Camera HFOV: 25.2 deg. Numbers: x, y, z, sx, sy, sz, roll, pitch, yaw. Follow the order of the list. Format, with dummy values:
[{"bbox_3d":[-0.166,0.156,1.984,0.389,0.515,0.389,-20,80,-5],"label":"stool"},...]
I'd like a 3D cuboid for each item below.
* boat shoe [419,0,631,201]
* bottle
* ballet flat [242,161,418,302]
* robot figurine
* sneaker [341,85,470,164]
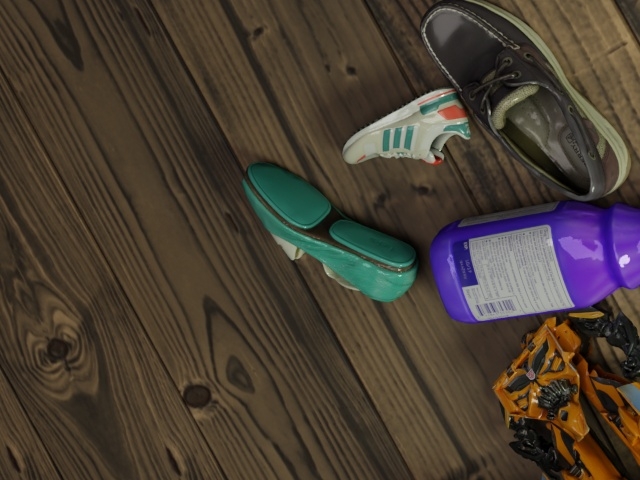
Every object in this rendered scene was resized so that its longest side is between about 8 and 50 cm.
[{"bbox_3d":[0.212,-0.153,1.533,0.285,0.092,0.103,48,117,7],"label":"boat shoe"},{"bbox_3d":[0.263,0.016,1.552,0.283,0.092,0.118,-11,108,28],"label":"bottle"},{"bbox_3d":[0.000,0.000,1.691,0.247,0.083,0.087,31,129,18],"label":"ballet flat"},{"bbox_3d":[0.297,0.204,1.542,0.211,0.085,0.291,-55,53,26],"label":"robot figurine"},{"bbox_3d":[0.098,-0.110,1.623,0.161,0.057,0.075,-28,84,27],"label":"sneaker"}]
